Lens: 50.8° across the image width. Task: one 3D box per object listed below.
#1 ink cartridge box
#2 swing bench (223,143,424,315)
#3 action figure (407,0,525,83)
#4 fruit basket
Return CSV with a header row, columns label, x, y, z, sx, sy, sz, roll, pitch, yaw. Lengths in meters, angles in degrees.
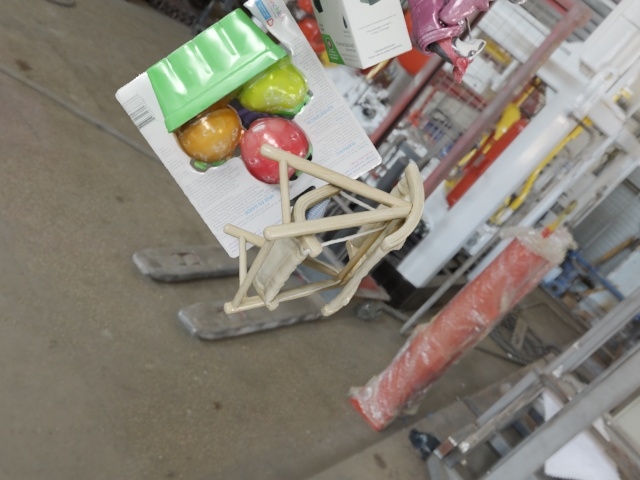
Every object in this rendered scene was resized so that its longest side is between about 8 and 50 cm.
label,x,y,z,sx,sy,sz,roll,pitch,yaw
ink cartridge box,0.043,-0.373,1.000,0.153,0.087,0.208,43,-24,64
swing bench,0.000,0.000,1.045,0.255,0.253,0.165,6,58,-19
action figure,0.215,-0.480,1.292,0.276,0.248,0.370,-2,70,-29
fruit basket,-0.120,-0.198,1.174,0.353,0.327,0.165,55,5,-18
